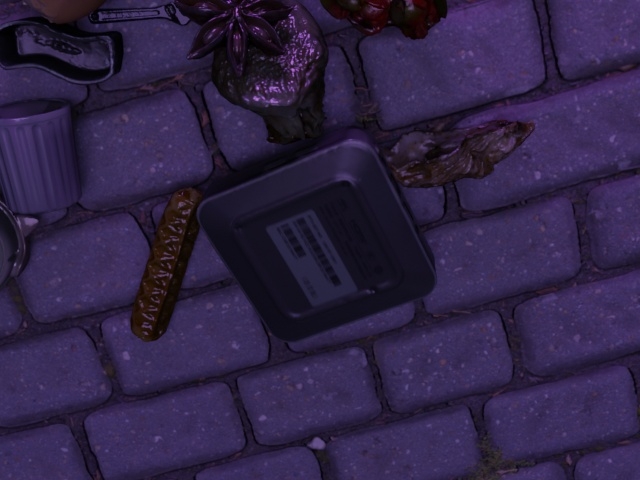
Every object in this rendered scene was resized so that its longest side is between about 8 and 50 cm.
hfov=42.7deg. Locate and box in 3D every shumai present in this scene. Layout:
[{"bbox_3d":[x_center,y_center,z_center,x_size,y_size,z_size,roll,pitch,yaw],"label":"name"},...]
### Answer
[{"bbox_3d":[-0.092,-0.321,1.599,0.225,0.222,0.261,-7,74,1],"label":"shumai"}]

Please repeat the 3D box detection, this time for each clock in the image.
[{"bbox_3d":[-0.751,0.008,1.700,0.324,0.109,0.265,-37,106,10],"label":"clock"}]

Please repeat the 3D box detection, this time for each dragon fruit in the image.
[{"bbox_3d":[0.103,-0.499,1.490,0.237,0.231,0.302,-45,116,1],"label":"dragon fruit"}]

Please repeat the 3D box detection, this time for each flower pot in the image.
[{"bbox_3d":[-0.500,-0.367,1.576,0.229,0.108,0.103,10,109,-5],"label":"flower pot"}]

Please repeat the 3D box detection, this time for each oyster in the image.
[{"bbox_3d":[0.263,-0.171,1.661,0.341,0.166,0.110,-13,112,-6],"label":"oyster"}]

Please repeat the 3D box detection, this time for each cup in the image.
[{"bbox_3d":[-0.588,-0.169,1.626,0.221,0.167,0.202,4,114,20],"label":"cup"}]

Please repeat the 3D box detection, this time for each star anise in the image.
[{"bbox_3d":[-0.150,-0.383,1.467,0.212,0.073,0.197,-6,80,-10],"label":"star anise"}]

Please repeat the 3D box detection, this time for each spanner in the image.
[{"bbox_3d":[-0.351,-0.440,1.605,0.208,0.012,0.046,-3,111,-1],"label":"spanner"}]

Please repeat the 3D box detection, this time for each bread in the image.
[{"bbox_3d":[-0.327,0.056,1.749,0.077,0.084,0.368,33,112,29],"label":"bread"}]

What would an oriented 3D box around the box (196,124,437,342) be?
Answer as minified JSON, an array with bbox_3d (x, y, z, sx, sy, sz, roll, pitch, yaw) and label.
[{"bbox_3d":[0.000,0.000,1.672,0.396,0.111,0.396,-22,119,17],"label":"box"}]

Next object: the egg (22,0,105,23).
[{"bbox_3d":[-0.453,-0.513,1.478,0.244,0.201,0.201,-34,108,-2],"label":"egg"}]
